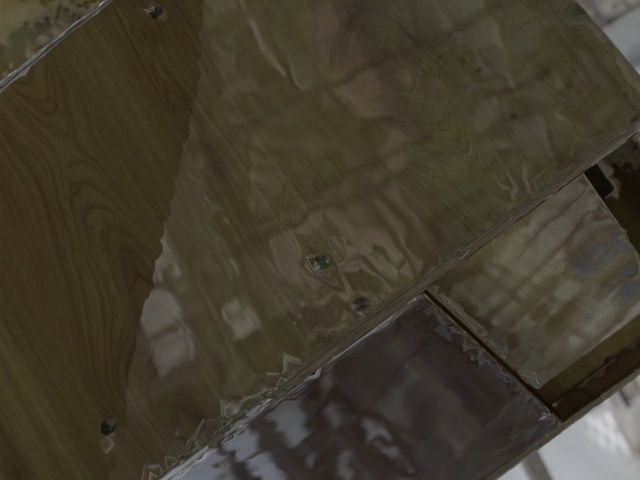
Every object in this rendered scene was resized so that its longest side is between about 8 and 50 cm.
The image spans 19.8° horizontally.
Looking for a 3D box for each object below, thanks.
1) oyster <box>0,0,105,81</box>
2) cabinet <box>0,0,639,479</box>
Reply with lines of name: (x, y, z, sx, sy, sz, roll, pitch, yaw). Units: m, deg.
oyster: (-0.105, -0.033, 0.827, 0.361, 0.096, 0.221, 32, -125, 6)
cabinet: (0.000, 0.000, 0.592, 0.148, 0.215, 0.175, 57, -171, 27)
